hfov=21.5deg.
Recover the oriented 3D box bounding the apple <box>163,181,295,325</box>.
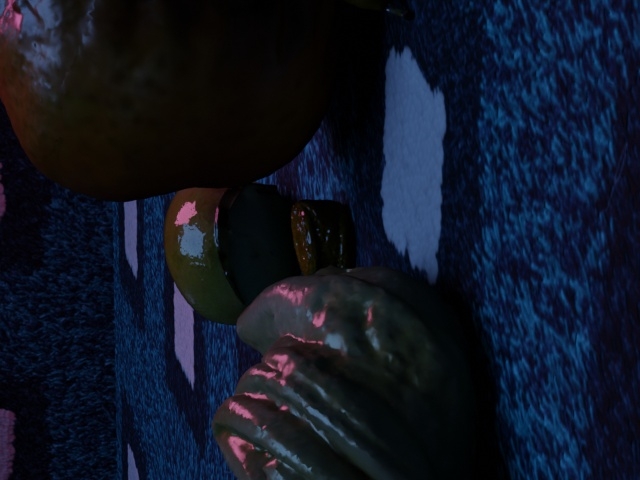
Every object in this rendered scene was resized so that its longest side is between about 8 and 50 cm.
[{"bbox_3d":[-0.118,0.013,2.209,0.207,0.174,0.188,-73,-16,-84],"label":"apple"}]

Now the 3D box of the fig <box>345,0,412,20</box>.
[{"bbox_3d":[0.047,-0.257,1.665,0.125,0.089,0.089,63,159,15],"label":"fig"}]

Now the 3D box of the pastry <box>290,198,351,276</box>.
[{"bbox_3d":[0.000,0.000,1.931,0.109,0.057,0.097,-106,17,-45],"label":"pastry"}]

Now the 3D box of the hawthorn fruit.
[{"bbox_3d":[-0.176,-0.277,1.840,0.472,0.472,0.471,177,90,-76],"label":"hawthorn fruit"}]

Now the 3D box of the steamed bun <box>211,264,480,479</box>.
[{"bbox_3d":[0.019,0.196,1.569,0.325,0.230,0.372,111,150,-66],"label":"steamed bun"}]
